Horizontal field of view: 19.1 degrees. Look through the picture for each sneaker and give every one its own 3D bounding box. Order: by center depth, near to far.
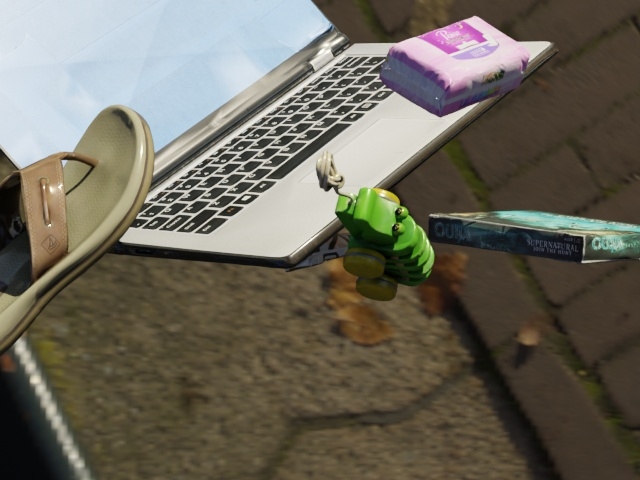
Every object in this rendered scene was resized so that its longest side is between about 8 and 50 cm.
[{"bbox_3d":[0.000,0.000,1.792,0.040,0.109,0.043,-16,89,31],"label":"sneaker"}]

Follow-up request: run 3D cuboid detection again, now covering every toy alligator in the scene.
[{"bbox_3d":[0.043,-0.007,1.278,0.051,0.189,0.056,6,66,18],"label":"toy alligator"}]

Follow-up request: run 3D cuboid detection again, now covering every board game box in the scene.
[{"bbox_3d":[0.198,-0.004,1.611,0.186,0.126,0.026,9,99,50],"label":"board game box"}]

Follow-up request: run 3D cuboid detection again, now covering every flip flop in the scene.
[{"bbox_3d":[-0.239,-0.009,1.552,0.277,0.080,0.112,-48,37,-16],"label":"flip flop"}]

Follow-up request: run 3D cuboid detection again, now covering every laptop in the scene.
[{"bbox_3d":[-0.084,-0.179,1.679,0.408,0.382,0.236,5,125,44],"label":"laptop"}]

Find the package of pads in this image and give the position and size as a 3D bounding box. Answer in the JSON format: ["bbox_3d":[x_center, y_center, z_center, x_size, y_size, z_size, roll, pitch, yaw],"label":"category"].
[{"bbox_3d":[0.080,-0.103,1.127,0.050,0.083,0.032,37,129,26],"label":"package of pads"}]
